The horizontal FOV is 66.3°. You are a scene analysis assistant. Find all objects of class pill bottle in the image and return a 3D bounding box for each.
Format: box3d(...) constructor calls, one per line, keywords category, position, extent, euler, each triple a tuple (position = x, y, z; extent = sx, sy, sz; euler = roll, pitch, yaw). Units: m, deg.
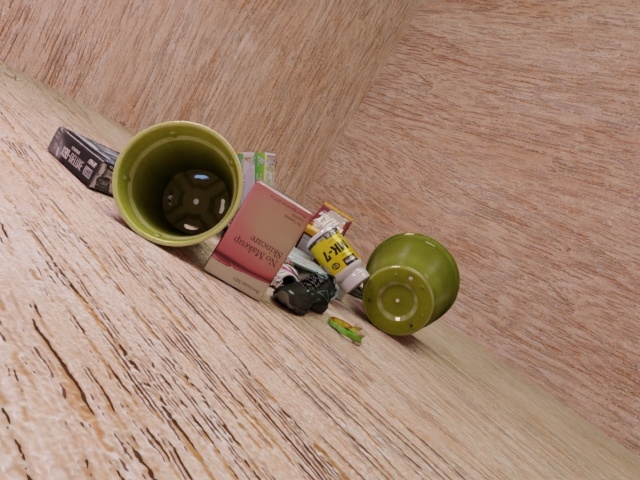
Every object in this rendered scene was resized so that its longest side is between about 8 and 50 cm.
box3d(category="pill bottle", position=(0.060, 0.063, 1.603), extent=(0.208, 0.119, 0.119), euler=(52, 9, 12))

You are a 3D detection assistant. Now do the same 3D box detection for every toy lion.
box3d(category="toy lion", position=(0.064, 0.229, 1.281), extent=(0.096, 0.034, 0.100), euler=(24, 5, -5))

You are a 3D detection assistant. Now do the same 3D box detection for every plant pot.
box3d(category="plant pot", position=(-0.316, -0.114, 1.175), extent=(0.276, 0.276, 0.254), euler=(32, -7, -2))
box3d(category="plant pot", position=(0.302, 0.174, 1.744), extent=(0.366, 0.366, 0.353), euler=(33, 16, 11))

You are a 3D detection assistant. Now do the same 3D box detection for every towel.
box3d(category="towel", position=(-0.136, 0.047, 1.540), extent=(0.374, 0.090, 0.320), euler=(31, 5, -17))

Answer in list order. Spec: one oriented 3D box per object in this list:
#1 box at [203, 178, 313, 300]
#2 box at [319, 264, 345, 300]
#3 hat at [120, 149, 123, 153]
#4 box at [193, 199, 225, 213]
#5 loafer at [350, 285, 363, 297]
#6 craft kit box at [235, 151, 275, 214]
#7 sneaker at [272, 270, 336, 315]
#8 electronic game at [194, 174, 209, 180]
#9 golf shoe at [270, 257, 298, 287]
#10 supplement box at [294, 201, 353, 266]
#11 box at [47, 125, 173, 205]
box3d(category="box", position=(-0.140, -0.005, 1.124), extent=(0.149, 0.232, 0.127), euler=(31, 5, -10))
box3d(category="box", position=(0.040, 0.139, 1.715), extent=(0.101, 0.087, 0.102), euler=(30, 5, -25))
box3d(category="hat", position=(-0.491, -0.229, 1.645), extent=(0.331, 0.331, 0.134), euler=(24, 47, -60))
box3d(category="box", position=(-0.370, -0.142, 1.500), extent=(0.170, 0.091, 0.130), euler=(25, 35, 38))
box3d(category="loafer", position=(0.099, 0.153, 1.985), extent=(0.268, 0.084, 0.096), euler=(29, 5, -30))
box3d(category="craft kit box", position=(-0.269, -0.186, 1.715), extent=(0.247, 0.249, 0.061), euler=(11, 11, 40))
box3d(category="sneaker", position=(-0.035, 0.125, 1.263), extent=(0.101, 0.106, 0.267), euler=(35, 6, 19))
box3d(category="electronic game", position=(-0.367, -0.212, 1.477), extent=(0.229, 0.048, 0.229), euler=(4, 23, -2))
box3d(category="golf shoe", position=(-0.131, 0.082, 1.298), extent=(0.186, 0.067, 0.086), euler=(13, 41, -42))
box3d(category="supplement box", position=(0.000, 0.000, 1.826), extent=(0.129, 0.194, 0.191), euler=(32, 39, 4))
box3d(category="box", position=(-0.537, -0.178, 1.337), extent=(0.242, 0.076, 0.307), euler=(34, 5, 32))
